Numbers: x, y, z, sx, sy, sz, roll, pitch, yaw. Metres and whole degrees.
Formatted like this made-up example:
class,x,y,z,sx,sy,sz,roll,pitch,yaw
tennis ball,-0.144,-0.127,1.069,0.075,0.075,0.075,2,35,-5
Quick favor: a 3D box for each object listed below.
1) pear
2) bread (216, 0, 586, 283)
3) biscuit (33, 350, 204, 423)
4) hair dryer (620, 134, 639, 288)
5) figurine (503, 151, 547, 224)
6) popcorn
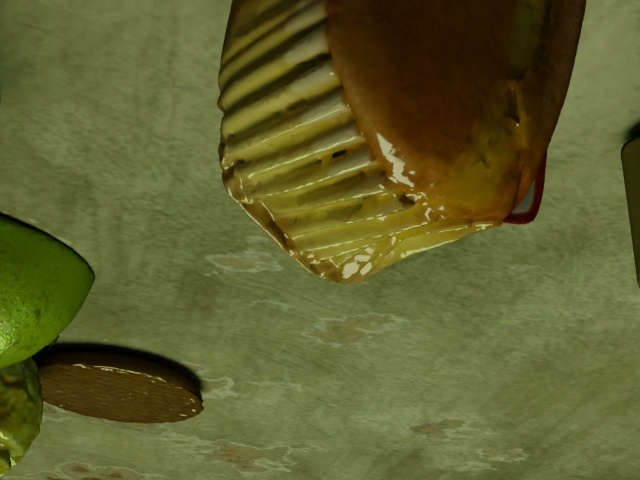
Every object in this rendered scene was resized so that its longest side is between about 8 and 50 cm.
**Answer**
class,x,y,z,sx,sy,sz,roll,pitch,yaw
pear,-0.427,0.046,1.383,0.288,0.139,0.239,-1,145,11
bread,0.059,-0.123,0.714,0.156,0.288,0.204,-15,135,42
biscuit,-0.295,0.210,1.785,0.262,0.037,0.262,5,154,2
hair dryer,0.387,-0.006,1.085,0.279,0.134,0.090,9,157,-28
figurine,0.054,-0.072,1.009,0.184,0.160,0.226,14,162,-12
popcorn,-0.465,0.217,1.632,0.204,0.221,0.184,22,174,-31
